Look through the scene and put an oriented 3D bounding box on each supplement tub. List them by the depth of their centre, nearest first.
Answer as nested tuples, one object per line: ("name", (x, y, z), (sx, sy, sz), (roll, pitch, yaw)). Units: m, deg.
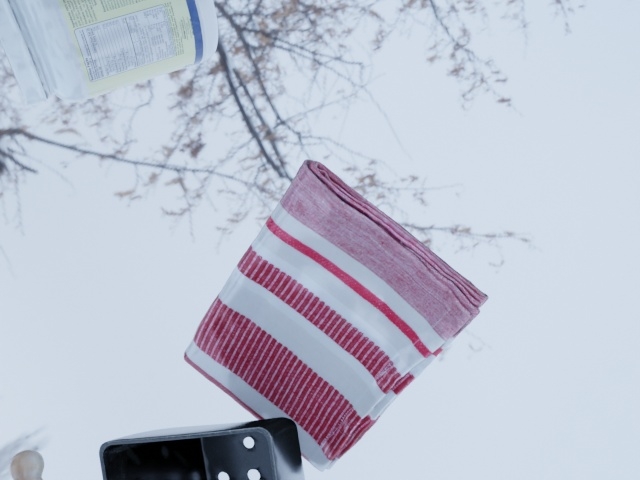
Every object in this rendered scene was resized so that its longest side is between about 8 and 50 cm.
("supplement tub", (-0.356, -0.364, 1.202), (0.235, 0.325, 0.235), (56, -20, 33))

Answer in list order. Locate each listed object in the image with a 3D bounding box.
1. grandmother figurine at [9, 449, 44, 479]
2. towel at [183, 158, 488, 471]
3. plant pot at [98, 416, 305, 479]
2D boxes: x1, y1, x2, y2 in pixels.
("grandmother figurine", (-0.281, 0.218, 0.536), (0.104, 0.208, 0.342), (-34, -100, 43))
("towel", (-0.004, 0.101, 0.829), (0.237, 0.037, 0.329), (38, -58, 4))
("plant pot", (-0.100, 0.279, 0.795), (0.188, 0.167, 0.187), (-9, -91, 17))
